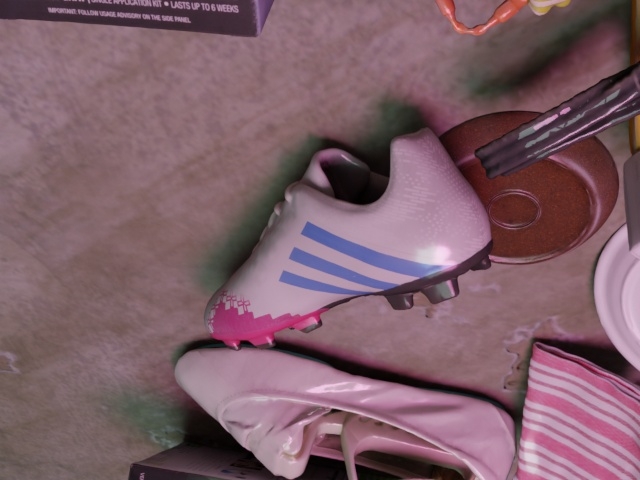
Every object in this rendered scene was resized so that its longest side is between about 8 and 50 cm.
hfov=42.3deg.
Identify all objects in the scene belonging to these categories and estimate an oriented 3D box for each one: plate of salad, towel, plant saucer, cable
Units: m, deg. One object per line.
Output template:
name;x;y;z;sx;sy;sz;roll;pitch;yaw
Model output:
plate of salad;0.336;0.052;0.706;0.200;0.048;0.199;19;126;28
towel;0.264;0.211;0.836;0.144;0.029;0.197;26;126;40
plant saucer;0.163;-0.033;0.696;0.168;0.029;0.168;7;137;6
cable;0.211;-0.120;0.493;0.287;0.139;0.072;-18;105;54

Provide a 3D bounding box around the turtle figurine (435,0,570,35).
turtle figurine;0.146;-0.224;0.381;0.217;0.087;0.269;-3;122;5

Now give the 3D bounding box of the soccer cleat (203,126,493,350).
soccer cleat;0.000;0.000;0.731;0.331;0.116;0.143;-20;97;42

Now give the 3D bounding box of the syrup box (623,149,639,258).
syrup box;0.310;-0.062;0.506;0.093;0.096;0.237;30;136;-16

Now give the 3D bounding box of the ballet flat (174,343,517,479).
ballet flat;0.020;0.211;0.916;0.400;0.139;0.139;11;137;3

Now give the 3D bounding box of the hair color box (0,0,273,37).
hair color box;-0.123;-0.299;0.423;0.185;0.113;0.374;6;136;8

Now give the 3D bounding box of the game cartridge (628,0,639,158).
game cartridge;0.332;-0.185;0.481;0.285;0.052;0.323;-2;133;17

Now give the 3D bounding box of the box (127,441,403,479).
box;-0.046;0.306;1.000;0.322;0.058;0.232;7;173;7
